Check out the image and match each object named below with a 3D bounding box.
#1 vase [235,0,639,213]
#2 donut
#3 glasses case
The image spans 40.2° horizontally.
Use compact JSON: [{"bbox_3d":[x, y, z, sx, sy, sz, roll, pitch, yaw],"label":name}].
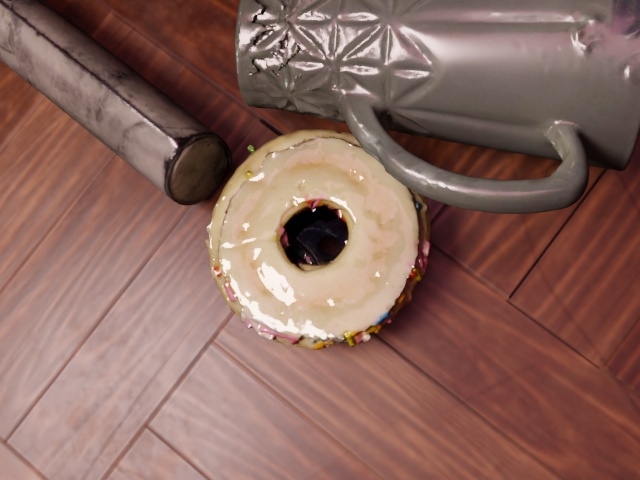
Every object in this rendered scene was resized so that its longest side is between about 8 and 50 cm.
[{"bbox_3d":[0.092,-0.128,0.627,0.300,0.156,0.251,6,56,10],"label":"vase"},{"bbox_3d":[0.000,0.000,0.664,0.174,0.068,0.175,-2,79,9],"label":"donut"},{"bbox_3d":[-0.205,-0.141,0.692,0.299,0.114,0.060,38,87,12],"label":"glasses case"}]
